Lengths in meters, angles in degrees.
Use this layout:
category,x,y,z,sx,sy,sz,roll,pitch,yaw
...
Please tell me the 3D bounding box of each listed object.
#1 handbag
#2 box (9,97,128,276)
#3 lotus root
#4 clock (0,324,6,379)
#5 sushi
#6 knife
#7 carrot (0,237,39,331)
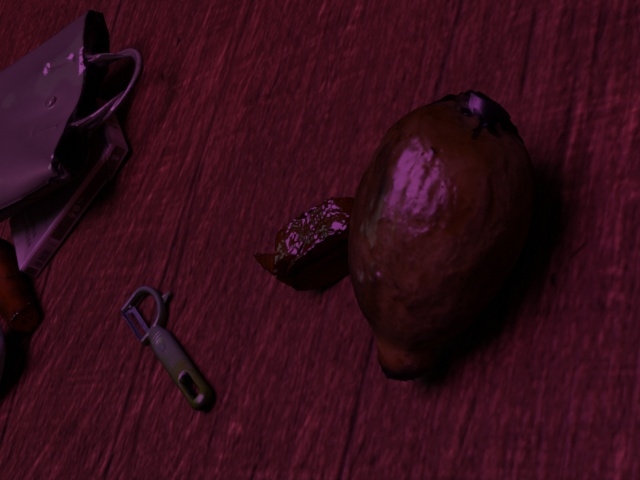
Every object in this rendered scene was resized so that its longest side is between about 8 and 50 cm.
category,x,y,z,sx,sy,sz,roll,pitch,yaw
handbag,-0.327,-0.144,1.498,0.315,0.109,0.241,-27,46,40
box,-0.296,-0.062,1.519,0.198,0.029,0.109,-51,37,18
lotus root,0.081,-0.001,0.927,0.138,0.138,0.214,16,92,54
clock,-0.394,0.144,1.474,0.101,0.041,0.135,54,131,49
sushi,0.000,0.000,1.082,0.120,0.052,0.055,-39,41,29
knife,-0.140,0.096,1.230,0.054,0.015,0.212,-50,35,4
carrot,-0.365,0.052,1.514,0.055,0.055,0.161,-53,41,13
